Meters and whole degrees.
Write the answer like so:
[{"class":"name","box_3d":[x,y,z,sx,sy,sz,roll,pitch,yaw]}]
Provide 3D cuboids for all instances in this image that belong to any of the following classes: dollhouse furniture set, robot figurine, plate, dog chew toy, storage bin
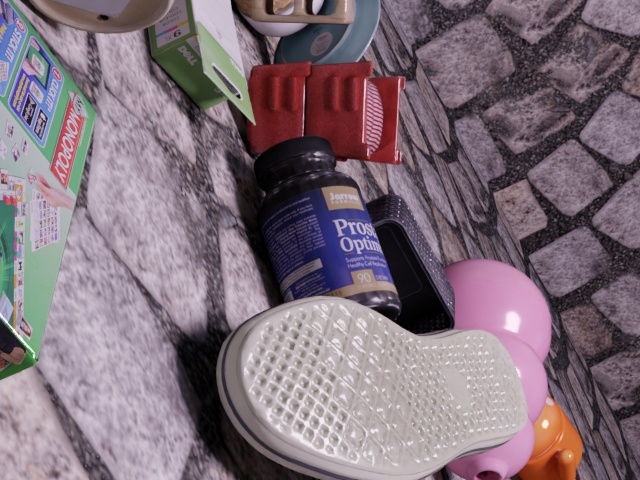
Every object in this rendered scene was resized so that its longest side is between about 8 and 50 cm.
[{"class":"dollhouse furniture set","box_3d":[0.014,-0.281,1.634,0.201,0.152,0.374,-14,106,-74]},{"class":"robot figurine","box_3d":[0.348,0.318,2.142,0.219,0.128,0.158,49,29,-47]},{"class":"plate","box_3d":[0.001,-0.282,1.800,0.024,0.188,0.188,37,30,-39]},{"class":"dog chew toy","box_3d":[0.220,0.184,1.806,0.206,0.207,0.331,53,27,-39]},{"class":"storage bin","box_3d":[0.085,0.047,1.682,0.180,0.122,0.084,60,16,-20]}]

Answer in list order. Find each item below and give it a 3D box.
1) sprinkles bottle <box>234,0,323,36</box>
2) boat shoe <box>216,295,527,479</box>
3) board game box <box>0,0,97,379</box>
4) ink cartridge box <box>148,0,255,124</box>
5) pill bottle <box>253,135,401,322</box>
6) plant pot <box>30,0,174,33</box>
[{"class":"sprinkles bottle","box_3d":[-0.120,-0.401,1.696,0.355,0.121,0.121,43,27,-54]},{"class":"boat shoe","box_3d":[0.042,0.164,1.320,0.500,0.156,0.186,9,62,-58]},{"class":"board game box","box_3d":[-0.247,-0.080,0.904,0.213,0.046,0.317,57,17,-31]},{"class":"ink cartridge box","box_3d":[-0.138,-0.218,1.457,0.109,0.062,0.209,47,24,-50]},{"class":"pill bottle","box_3d":[0.000,0.000,1.470,0.123,0.123,0.219,31,37,-65]},{"class":"plant pot","box_3d":[-0.190,-0.334,1.192,0.256,0.257,0.274,42,44,-56]}]
